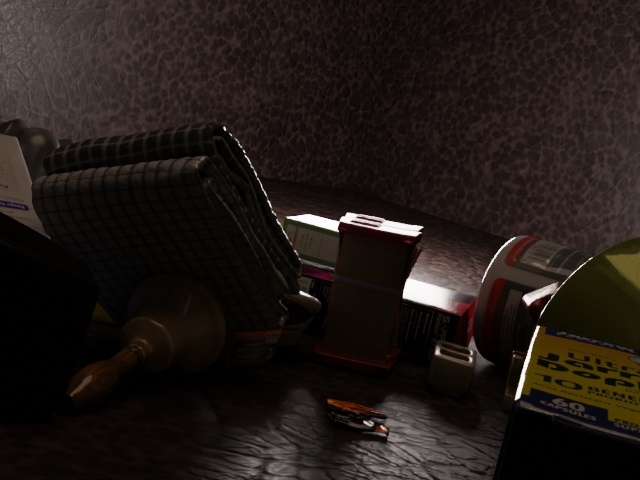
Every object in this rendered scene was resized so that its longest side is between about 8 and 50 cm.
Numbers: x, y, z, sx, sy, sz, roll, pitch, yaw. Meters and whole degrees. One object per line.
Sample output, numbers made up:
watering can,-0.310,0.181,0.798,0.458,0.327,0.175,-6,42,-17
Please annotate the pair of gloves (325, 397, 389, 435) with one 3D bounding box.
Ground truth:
pair of gloves,0.042,0.204,1.367,0.074,0.010,0.083,14,10,-3

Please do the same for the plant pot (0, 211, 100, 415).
plant pot,-0.318,0.071,1.149,0.167,0.188,0.187,19,5,-20

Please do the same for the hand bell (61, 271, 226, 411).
hand bell,-0.206,0.126,1.268,0.126,0.126,0.242,15,19,15

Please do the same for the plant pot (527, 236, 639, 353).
plant pot,0.437,0.184,1.395,0.275,0.274,0.293,8,25,-31

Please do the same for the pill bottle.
pill bottle,0.432,0.134,1.781,0.363,0.210,0.210,18,9,31

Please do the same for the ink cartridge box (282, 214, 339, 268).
ink cartridge box,0.000,0.000,1.897,0.209,0.062,0.109,15,8,18

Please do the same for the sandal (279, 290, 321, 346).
sandal,-0.067,0.113,1.647,0.102,0.076,0.265,23,-15,-3

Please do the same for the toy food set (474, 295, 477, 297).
toy food set,0.315,0.130,2.140,0.128,0.071,0.218,11,8,-16

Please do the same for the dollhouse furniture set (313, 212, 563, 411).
dollhouse furniture set,0.188,0.101,1.646,0.374,0.201,0.152,13,8,7

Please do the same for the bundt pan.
bundt pan,-0.486,-0.108,1.931,0.331,0.124,0.331,17,-13,4

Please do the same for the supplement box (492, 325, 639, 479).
supplement box,0.239,0.208,0.966,0.194,0.195,0.356,14,7,11

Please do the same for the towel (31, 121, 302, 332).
towel,-0.171,-0.009,1.404,0.235,0.121,0.283,-7,-43,22

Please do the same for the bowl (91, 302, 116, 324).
bowl,-0.308,0.008,1.677,0.290,0.156,0.289,13,8,-2

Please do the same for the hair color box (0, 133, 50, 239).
hair color box,-0.435,-0.016,1.416,0.185,0.110,0.339,9,28,-30

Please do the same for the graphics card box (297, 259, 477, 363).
graphics card box,0.052,0.097,1.869,0.371,0.094,0.233,14,8,13

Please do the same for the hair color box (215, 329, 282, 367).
hair color box,-0.144,0.115,1.552,0.167,0.053,0.093,20,10,37
